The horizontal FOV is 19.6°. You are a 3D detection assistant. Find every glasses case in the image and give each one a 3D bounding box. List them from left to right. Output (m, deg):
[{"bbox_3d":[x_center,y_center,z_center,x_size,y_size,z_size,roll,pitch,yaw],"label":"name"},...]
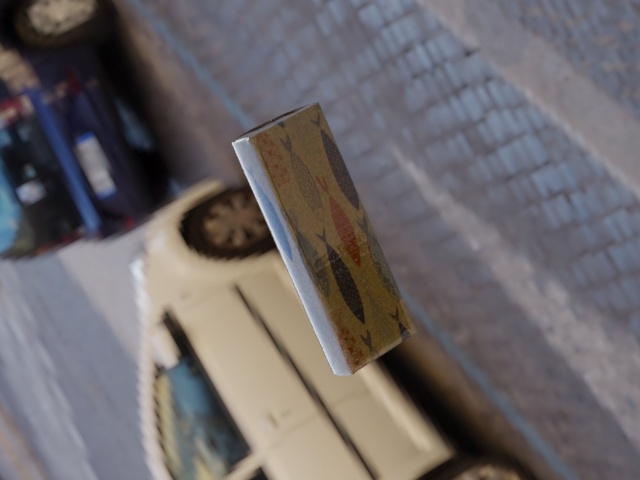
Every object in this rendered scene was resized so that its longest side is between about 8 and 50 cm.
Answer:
[{"bbox_3d":[0.000,0.000,1.219,0.041,0.064,0.170,-10,107,54],"label":"glasses case"}]
